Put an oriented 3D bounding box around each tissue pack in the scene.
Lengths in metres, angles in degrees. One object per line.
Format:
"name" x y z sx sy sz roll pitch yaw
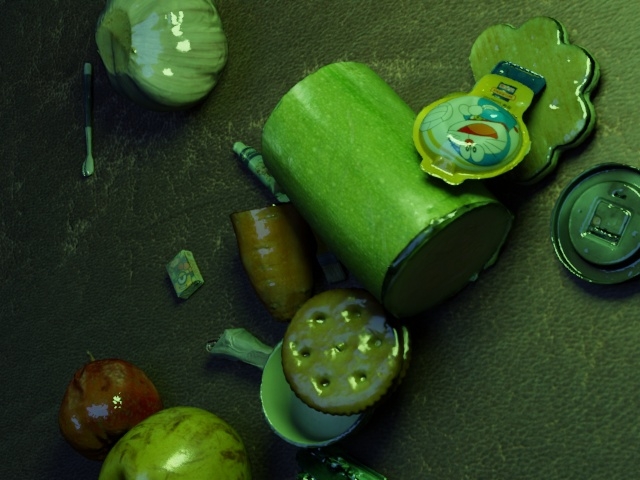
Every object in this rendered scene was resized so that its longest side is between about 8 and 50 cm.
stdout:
"tissue pack" -0.281 0.070 1.978 0.063 0.035 0.083 -42 56 25

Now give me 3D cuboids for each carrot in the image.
"carrot" -0.069 0.038 1.762 0.159 0.159 0.225 -17 83 35

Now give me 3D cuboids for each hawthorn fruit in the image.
"hawthorn fruit" -0.439 0.319 1.959 0.207 0.207 0.243 -44 53 24

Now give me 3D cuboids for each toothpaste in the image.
"toothpaste" -0.108 -0.137 1.878 0.216 0.062 0.037 43 149 39

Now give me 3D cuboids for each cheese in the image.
"cheese" 0.243 -0.180 1.440 0.177 0.069 0.270 28 58 21

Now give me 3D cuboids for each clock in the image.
"clock" 0.434 -0.023 1.420 0.185 0.040 0.184 -9 76 38

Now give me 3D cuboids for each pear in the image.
"pear" -0.261 0.442 1.739 0.281 0.281 0.280 -9 75 37

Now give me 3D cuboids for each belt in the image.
"belt" -0.121 0.216 1.808 0.232 0.053 0.071 13 96 40

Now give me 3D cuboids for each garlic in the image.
"garlic" -0.319 -0.405 1.976 0.317 0.259 0.317 22 122 40

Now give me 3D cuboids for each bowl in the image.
"bowl" 0.012 0.257 1.637 0.211 0.112 0.211 -9 67 22

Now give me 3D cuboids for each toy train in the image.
"toy train" 0.038 0.397 1.608 0.170 0.111 0.071 24 97 36

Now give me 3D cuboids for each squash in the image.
"squash" 0.100 -0.081 1.562 0.263 0.263 0.384 -52 55 18

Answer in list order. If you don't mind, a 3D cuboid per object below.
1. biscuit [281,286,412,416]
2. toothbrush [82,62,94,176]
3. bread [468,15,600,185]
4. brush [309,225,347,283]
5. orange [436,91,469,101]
"biscuit" 0.041 0.178 1.552 0.221 0.066 0.220 -8 69 20
"toothbrush" -0.556 -0.290 2.283 0.026 0.024 0.288 -21 69 49
"bread" 0.350 -0.236 1.522 0.207 0.056 0.286 -21 69 34
"brush" 0.000 0.000 1.723 0.043 0.014 0.170 -15 104 33
"orange" 0.227 -0.206 1.598 0.095 0.085 0.085 -46 56 8
